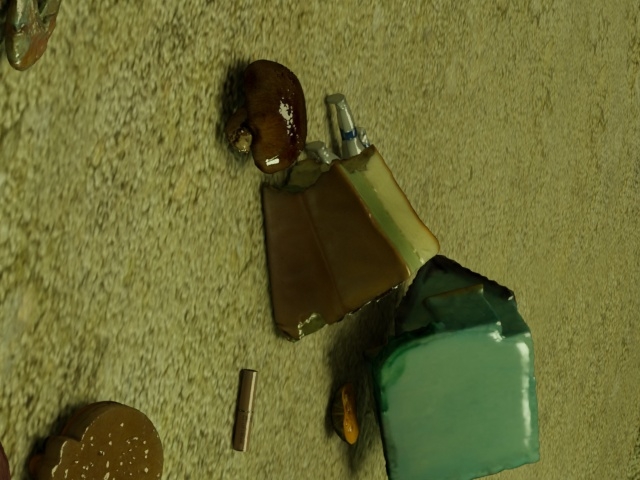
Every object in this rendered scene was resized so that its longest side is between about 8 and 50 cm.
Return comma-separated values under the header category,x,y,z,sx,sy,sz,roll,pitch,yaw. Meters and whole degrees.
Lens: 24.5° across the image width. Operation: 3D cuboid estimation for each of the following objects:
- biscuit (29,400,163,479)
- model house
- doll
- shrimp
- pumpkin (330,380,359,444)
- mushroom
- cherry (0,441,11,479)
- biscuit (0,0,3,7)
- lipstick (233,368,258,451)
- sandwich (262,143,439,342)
category,x,y,z,sx,sy,sz,roll,pitch,yaw
biscuit,-0.221,0.232,1.397,0.170,0.050,0.170,-15,109,-54
model house,0.156,0.163,2.031,0.249,0.230,0.280,-119,-162,-55
doll,0.047,-0.075,1.866,0.227,0.057,0.114,54,42,-43
shrimp,-0.232,-0.230,1.238,0.101,0.042,0.190,105,-5,-67
pumpkin,0.029,0.226,1.932,0.050,0.028,0.083,21,69,-62
mushroom,-0.059,-0.138,1.617,0.127,0.087,0.127,-2,90,-86
cherry,-0.317,0.215,1.005,0.307,0.221,0.261,-75,165,-46
biscuit,-0.260,-0.259,1.186,0.056,0.052,0.188,74,30,-69
lipstick,-0.086,0.195,1.697,0.019,0.019,0.094,6,91,-64
sandwich,0.000,0.000,1.735,0.186,0.220,0.108,56,36,0
